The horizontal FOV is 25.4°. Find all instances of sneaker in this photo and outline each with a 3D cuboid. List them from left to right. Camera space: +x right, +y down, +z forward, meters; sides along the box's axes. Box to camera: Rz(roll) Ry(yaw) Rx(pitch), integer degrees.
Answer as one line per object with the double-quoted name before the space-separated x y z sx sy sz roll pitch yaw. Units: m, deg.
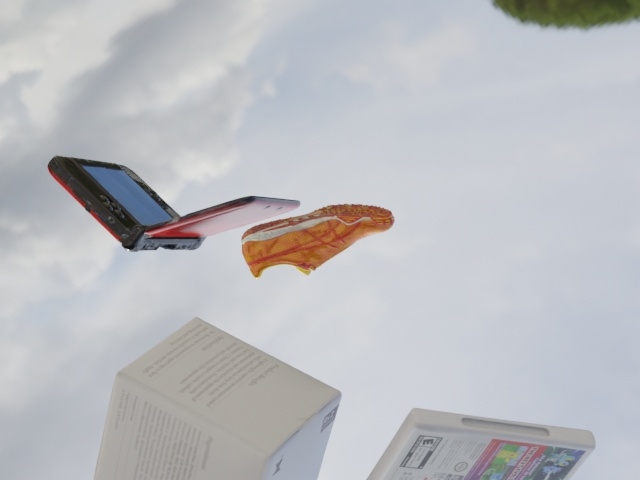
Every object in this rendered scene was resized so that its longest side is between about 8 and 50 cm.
"sneaker" 0.000 0.000 1.594 0.175 0.067 0.064 -13 -166 9

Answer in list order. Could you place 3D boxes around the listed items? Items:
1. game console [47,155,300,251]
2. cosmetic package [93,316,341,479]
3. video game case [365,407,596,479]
"game console" -0.099 -0.038 0.986 0.085 0.124 0.144 -48 170 8
"cosmetic package" -0.104 0.201 1.438 0.151 0.184 0.151 -34 146 -55
"video game case" 0.135 0.232 1.346 0.201 0.183 0.023 116 -24 -43
